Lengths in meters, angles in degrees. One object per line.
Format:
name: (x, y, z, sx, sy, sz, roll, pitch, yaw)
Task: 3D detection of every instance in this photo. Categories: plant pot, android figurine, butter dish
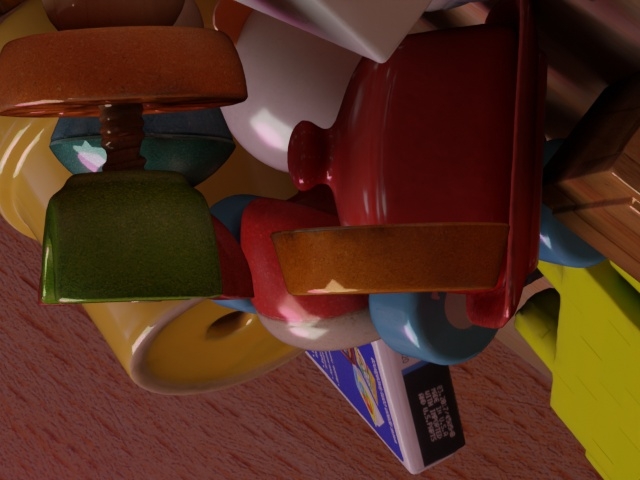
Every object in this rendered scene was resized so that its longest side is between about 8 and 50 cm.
plant pot: (-0.098, -0.034, 1.313, 0.239, 0.254, 0.254, 66, -169, 27)
android figurine: (0.219, 0.103, 1.205, 0.273, 0.056, 0.248, 50, 155, 38)
butter dish: (0.043, -0.039, 0.918, 0.118, 0.160, 0.160, 3, 179, -2)

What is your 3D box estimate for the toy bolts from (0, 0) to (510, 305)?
toy bolts: (-0.042, -0.053, 0.827, 0.218, 0.158, 0.228, -1, 178, -17)

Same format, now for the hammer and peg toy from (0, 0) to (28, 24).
hammer and peg toy: (-0.279, -0.195, 1.659, 0.127, 0.266, 0.361, 58, 170, -14)

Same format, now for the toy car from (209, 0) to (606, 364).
toy car: (0.024, -0.078, 1.084, 0.219, 0.210, 0.238, 13, 130, 52)

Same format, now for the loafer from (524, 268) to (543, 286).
loafer: (0.098, -0.014, 1.629, 0.130, 0.134, 0.366, 64, 165, -4)

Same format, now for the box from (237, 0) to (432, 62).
box: (-0.028, -0.159, 0.753, 0.130, 0.091, 0.170, 39, 177, -33)

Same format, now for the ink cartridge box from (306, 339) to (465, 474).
ink cartridge box: (0.000, 0.000, 1.597, 0.307, 0.072, 0.303, 47, 159, 50)

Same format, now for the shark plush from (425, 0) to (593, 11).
shark plush: (0.068, -0.126, 0.824, 0.067, 0.073, 0.161, 16, 169, -34)

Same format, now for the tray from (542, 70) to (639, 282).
tray: (0.287, 0.075, 0.839, 0.411, 0.076, 0.203, 37, 178, -2)
